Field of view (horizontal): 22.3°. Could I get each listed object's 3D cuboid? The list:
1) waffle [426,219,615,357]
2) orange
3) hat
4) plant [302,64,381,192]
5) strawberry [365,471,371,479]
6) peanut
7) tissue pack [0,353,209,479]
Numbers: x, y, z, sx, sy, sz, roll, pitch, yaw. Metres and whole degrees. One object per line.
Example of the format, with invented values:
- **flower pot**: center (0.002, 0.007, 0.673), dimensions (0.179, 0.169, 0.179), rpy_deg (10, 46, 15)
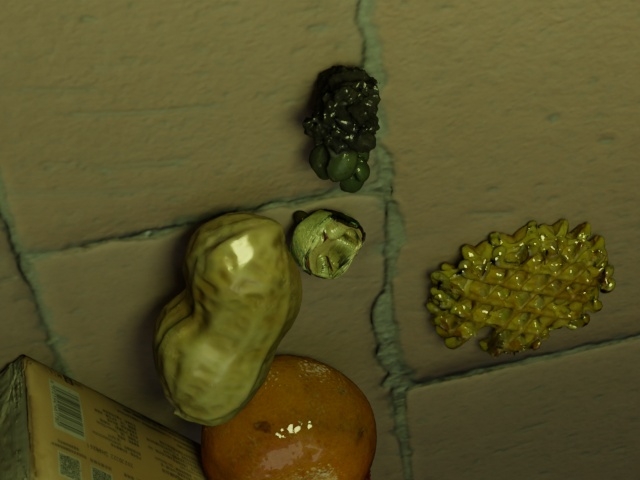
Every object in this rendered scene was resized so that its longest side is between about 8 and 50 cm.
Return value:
- **waffle**: center (0.243, 0.062, 1.961), dimensions (0.231, 0.051, 0.229), rpy_deg (-17, 140, 1)
- **orange**: center (-0.042, 0.241, 1.983), dimensions (0.224, 0.170, 0.224), rpy_deg (-12, 138, -11)
- **hat**: center (0.000, -0.001, 1.783), dimensions (0.077, 0.059, 0.076), rpy_deg (22, 96, -52)
- **plant**: center (0.023, -0.107, 1.639), dimensions (0.087, 0.085, 0.174), rpy_deg (-34, 154, -22)
- **strawberry**: center (0.002, 0.364, 2.228), dimensions (0.236, 0.107, 0.175), rpy_deg (-34, 103, 22)
- **peanut**: center (-0.104, 0.084, 1.792), dimensions (0.147, 0.147, 0.305), rpy_deg (4, 135, -25)
- **tissue pack**: center (-0.297, 0.318, 1.922), dimensions (0.238, 0.239, 0.305), rpy_deg (-36, 132, 25)
